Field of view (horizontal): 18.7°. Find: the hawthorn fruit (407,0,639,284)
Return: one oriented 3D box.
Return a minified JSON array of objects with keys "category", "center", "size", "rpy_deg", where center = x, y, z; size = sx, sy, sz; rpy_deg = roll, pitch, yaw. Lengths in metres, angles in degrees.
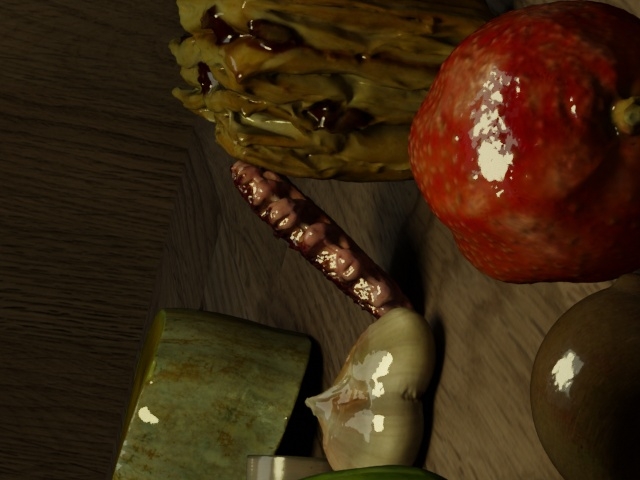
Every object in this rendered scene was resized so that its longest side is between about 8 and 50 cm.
[{"category":"hawthorn fruit","center":[0.176,-0.069,1.355],"size":[0.253,0.205,0.205],"rpy_deg":[171,109,-69]}]

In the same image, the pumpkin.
[{"category":"pumpkin","center":[-0.154,0.230,2.360],"size":[0.332,0.199,0.332],"rpy_deg":[-159,90,-89]}]

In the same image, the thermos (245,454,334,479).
[{"category":"thermos","center":[-0.046,0.330,2.105],"size":[0.137,0.105,0.193],"rpy_deg":[-1,82,31]}]

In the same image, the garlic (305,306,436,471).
[{"category":"garlic","center":[0.059,0.149,1.878],"size":[0.124,0.099,0.174],"rpy_deg":[22,101,62]}]

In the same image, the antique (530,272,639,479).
[{"category":"antique","center":[0.189,0.147,1.228],"size":[0.121,0.143,0.257],"rpy_deg":[-112,33,-63]}]

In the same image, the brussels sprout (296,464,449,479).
[{"category":"brussels sprout","center":[0.028,0.346,1.455],"size":[0.289,0.281,0.354],"rpy_deg":[148,122,-73]}]

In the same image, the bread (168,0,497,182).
[{"category":"bread","center":[0.002,-0.153,1.927],"size":[0.370,0.314,0.191],"rpy_deg":[-177,89,-72]}]

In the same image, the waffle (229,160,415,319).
[{"category":"waffle","center":[0.000,0.000,1.982],"size":[0.055,0.234,0.221],"rpy_deg":[-50,20,0]}]
